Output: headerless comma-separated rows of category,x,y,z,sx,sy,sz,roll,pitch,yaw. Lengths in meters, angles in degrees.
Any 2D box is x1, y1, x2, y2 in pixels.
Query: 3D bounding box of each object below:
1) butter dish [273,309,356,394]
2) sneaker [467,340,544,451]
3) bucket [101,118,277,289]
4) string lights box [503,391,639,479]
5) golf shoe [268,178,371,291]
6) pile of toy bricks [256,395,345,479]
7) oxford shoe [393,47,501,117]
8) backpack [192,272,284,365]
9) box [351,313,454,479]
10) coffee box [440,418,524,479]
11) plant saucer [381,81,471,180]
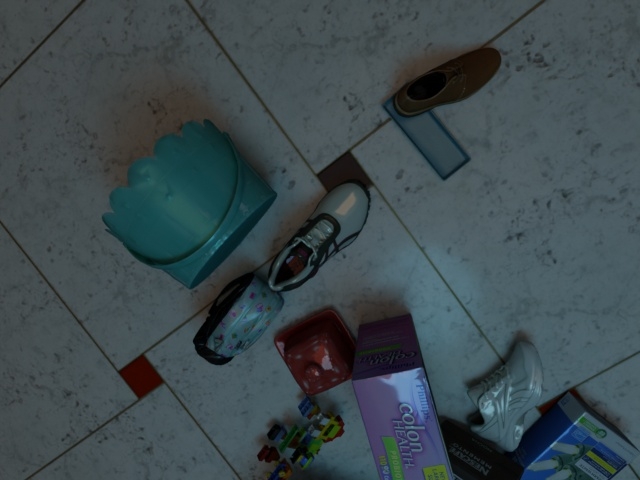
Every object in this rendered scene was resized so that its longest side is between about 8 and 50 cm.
butter dish,-0.007,0.249,0.829,0.160,0.118,0.160,-29,94,11
sneaker,0.358,0.303,0.804,0.115,0.090,0.232,15,100,9
bucket,-0.225,-0.057,0.742,0.183,0.281,0.281,41,102,-3
string lights box,0.475,0.451,0.815,0.133,0.077,0.259,36,102,0
golf shoe,0.000,0.000,0.789,0.105,0.120,0.273,39,101,2
pile of toy bricks,-0.034,0.444,0.885,0.105,0.118,0.212,35,93,-34
oxford shoe,0.237,-0.288,0.724,0.212,0.076,0.076,-29,90,-1
backpack,-0.163,0.156,0.834,0.115,0.152,0.182,38,99,-16
box,0.147,0.286,0.750,0.117,0.243,0.213,-15,97,10
coffee box,0.259,0.543,0.801,0.168,0.119,0.297,22,106,37
plant saucer,0.203,-0.207,0.778,0.067,0.018,0.192,-40,91,12
